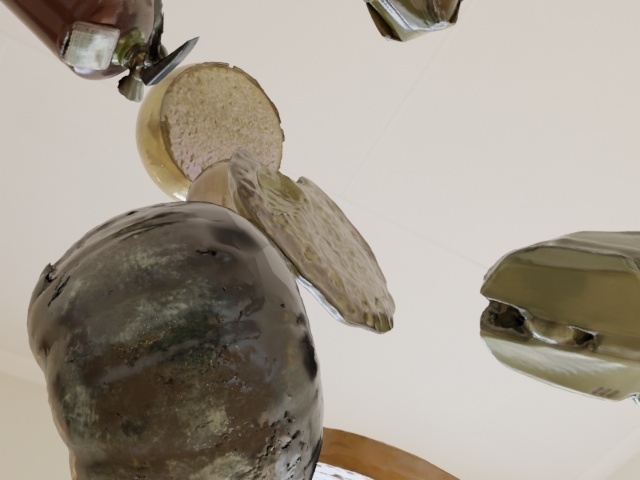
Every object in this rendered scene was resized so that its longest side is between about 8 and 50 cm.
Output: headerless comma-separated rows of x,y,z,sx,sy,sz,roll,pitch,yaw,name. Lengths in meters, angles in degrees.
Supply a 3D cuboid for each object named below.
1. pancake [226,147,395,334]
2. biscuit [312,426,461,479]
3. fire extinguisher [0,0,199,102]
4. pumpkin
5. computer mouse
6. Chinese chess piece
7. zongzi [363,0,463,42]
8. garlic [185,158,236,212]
0.000,0.000,0.574,0.029,0.211,0.235,-40,-35,16,pancake
0.080,0.283,0.663,0.275,0.052,0.355,0,-38,34,biscuit
-0.215,-0.217,0.501,0.269,0.105,0.104,44,-68,6,fire extinguisher
-0.089,0.088,0.405,0.163,0.233,0.233,-16,-55,-18,pumpkin
0.428,0.106,0.792,0.430,0.145,0.228,1,-69,13,computer mouse
-0.196,-0.186,1.106,0.270,0.269,0.112,40,-31,-26,Chinese chess piece
0.109,-0.414,0.705,0.260,0.123,0.289,39,-107,-32,zongzi
-0.135,-0.054,0.887,0.129,0.266,0.148,16,-35,-23,garlic
